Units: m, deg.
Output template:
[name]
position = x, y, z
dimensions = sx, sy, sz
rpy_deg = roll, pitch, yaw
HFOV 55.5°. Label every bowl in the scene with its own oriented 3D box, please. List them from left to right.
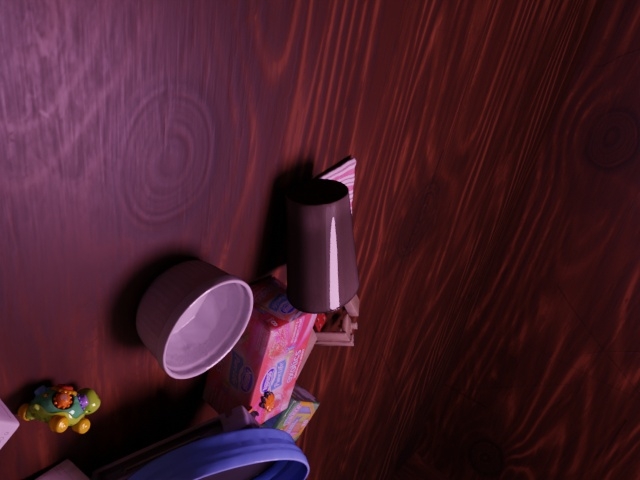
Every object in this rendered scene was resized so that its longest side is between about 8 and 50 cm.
[bowl]
position = -0.217, 0.492, 1.209
dimensions = 0.391, 0.077, 0.391
rpy_deg = -17, 145, -13

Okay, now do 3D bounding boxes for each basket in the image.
[basket]
position = 0.000, 0.000, 1.255
dimensions = 0.204, 0.154, 0.227
rpy_deg = -61, 152, -57

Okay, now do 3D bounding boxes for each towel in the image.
[towel]
position = 0.028, -0.080, 1.374
dimensions = 0.144, 0.029, 0.197
rpy_deg = -38, 146, -34

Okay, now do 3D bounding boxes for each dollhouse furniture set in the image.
[dollhouse furniture set]
position = 0.030, 0.209, 1.677
dimensions = 0.144, 0.123, 0.151
rpy_deg = 62, 30, -59

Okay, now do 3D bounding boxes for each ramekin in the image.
[ramekin]
position = -0.231, 0.132, 1.095
dimensions = 0.207, 0.109, 0.207
rpy_deg = -39, 148, -30

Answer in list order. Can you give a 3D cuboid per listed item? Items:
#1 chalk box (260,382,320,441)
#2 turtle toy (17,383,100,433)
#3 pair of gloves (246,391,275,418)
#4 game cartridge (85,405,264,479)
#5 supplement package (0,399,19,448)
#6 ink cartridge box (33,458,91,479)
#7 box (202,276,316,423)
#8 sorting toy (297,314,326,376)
[chalk box]
position = -0.121, 0.426, 1.550
dimensions = 0.132, 0.132, 0.213
rpy_deg = -57, 151, 0
[turtle toy]
position = -0.411, 0.267, 0.981
dimensions = 0.130, 0.095, 0.066
rpy_deg = 41, 62, -63
[pair of gloves]
position = -0.128, 0.360, 1.294
dimensions = 0.083, 0.010, 0.074
rpy_deg = -37, 146, -28
[game cartridge]
position = -0.283, 0.465, 1.248
dimensions = 0.355, 0.068, 0.230
rpy_deg = -24, 142, -3
[supplement package]
position = -0.516, 0.191, 0.630
dimensions = 0.177, 0.175, 0.293
rpy_deg = -52, 152, -7
[ink cartridge box]
position = -0.499, 0.494, 1.049
dimensions = 0.190, 0.082, 0.140
rpy_deg = -24, 138, -54
[box]
position = -0.137, 0.251, 1.329
dimensions = 0.154, 0.142, 0.300
rpy_deg = -18, 133, -48
[sorting toy]
position = -0.068, 0.244, 1.502
dimensions = 0.274, 0.046, 0.132
rpy_deg = -60, 143, -35
